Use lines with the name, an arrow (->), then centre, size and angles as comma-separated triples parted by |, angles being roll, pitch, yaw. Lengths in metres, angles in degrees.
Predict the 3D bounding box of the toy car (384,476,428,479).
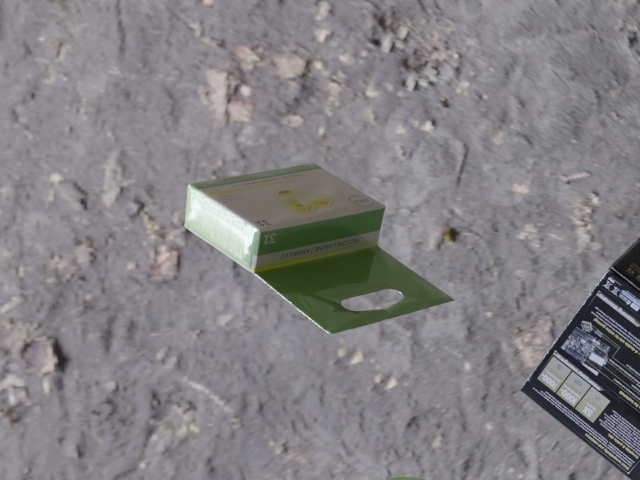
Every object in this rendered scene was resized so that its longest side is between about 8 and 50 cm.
toy car -> -0.013, 0.173, 0.537 | 0.239, 0.225, 0.053 | 26, 139, 35

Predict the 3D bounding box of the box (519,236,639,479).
box -> 0.275, 0.112, 0.944 | 0.180, 0.077, 0.147 | 39, 127, 16

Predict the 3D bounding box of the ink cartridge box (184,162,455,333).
ink cartridge box -> 0.000, 0.000, 1.192 | 0.235, 0.171, 0.056 | 32, 123, 41
